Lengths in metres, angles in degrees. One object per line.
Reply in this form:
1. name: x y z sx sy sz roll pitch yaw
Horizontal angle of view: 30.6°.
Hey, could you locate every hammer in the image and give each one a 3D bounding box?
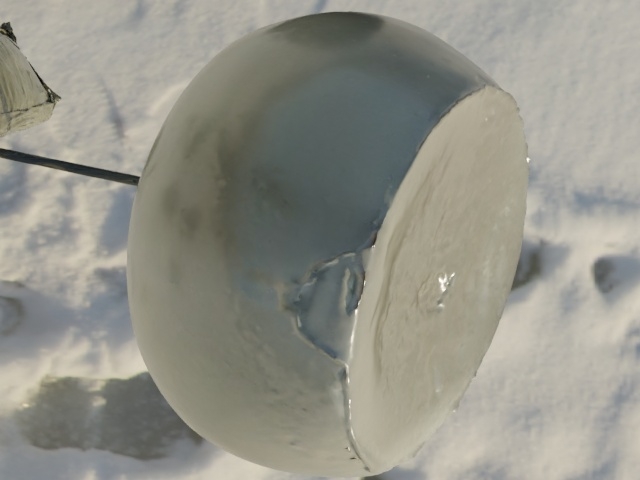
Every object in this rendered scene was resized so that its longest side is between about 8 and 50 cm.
1. hammer: -0.306 -0.082 1.125 0.292 0.029 0.058 12 97 -1

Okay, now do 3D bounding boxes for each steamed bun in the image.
1. steamed bun: 0.000 0.000 0.807 0.324 0.206 0.324 -43 142 -46

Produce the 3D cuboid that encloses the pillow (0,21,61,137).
1. pillow: -0.324 -0.159 1.159 0.053 0.208 0.119 -23 98 11
